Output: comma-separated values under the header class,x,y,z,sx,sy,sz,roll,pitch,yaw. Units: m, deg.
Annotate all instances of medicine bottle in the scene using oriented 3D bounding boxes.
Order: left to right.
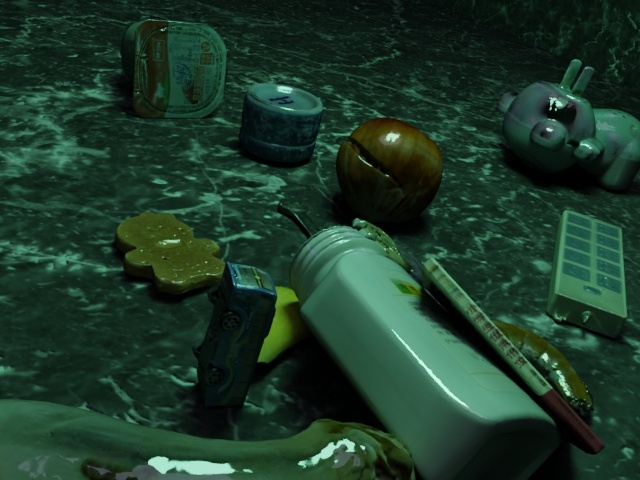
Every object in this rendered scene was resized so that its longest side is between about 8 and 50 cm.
class,x,y,z,sx,sy,sz,roll,pitch,yaw
medicine bottle,0.085,0.113,0.725,0.179,0.124,0.324,24,19,-44

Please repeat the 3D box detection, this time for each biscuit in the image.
class,x,y,z,sx,sy,sz,roll,pitch,yaw
biscuit,-0.203,0.016,0.910,0.184,0.027,0.133,29,33,30

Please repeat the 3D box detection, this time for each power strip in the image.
class,x,y,z,sx,sy,sz,roll,pitch,yaw
power strip,0.427,0.044,1.106,0.106,0.043,0.367,19,29,12

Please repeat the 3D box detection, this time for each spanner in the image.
class,x,y,z,sx,sy,sz,roll,pitch,yaw
spanner,0.000,0.000,1.035,0.054,0.015,0.254,-4,33,-27

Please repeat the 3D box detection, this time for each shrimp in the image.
class,x,y,z,sx,sy,sz,roll,pitch,yaw
shrimp,0.236,0.160,0.825,0.161,0.049,0.166,-12,45,-40

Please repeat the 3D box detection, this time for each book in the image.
class,x,y,z,sx,sy,sz,roll,pitch,yaw
book,0.189,0.117,0.721,0.232,0.022,0.162,50,-1,14

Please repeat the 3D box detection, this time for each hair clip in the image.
class,x,y,z,sx,sy,sz,roll,pitch,yaw
hair clip,0.096,0.025,0.930,0.146,0.056,0.187,39,-1,-17

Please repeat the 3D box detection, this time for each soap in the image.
class,x,y,z,sx,sy,sz,roll,pitch,yaw
soap,-0.063,0.098,0.811,0.089,0.033,0.168,28,30,23

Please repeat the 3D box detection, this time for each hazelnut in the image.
class,x,y,z,sx,sy,sz,roll,pitch,yaw
hazelnut,0.104,-0.114,1.144,0.182,0.182,0.182,10,29,-6

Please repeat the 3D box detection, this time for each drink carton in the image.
class,x,y,z,sx,sy,sz,roll,pitch,yaw
drink carton,-0.307,-0.354,1.402,0.191,0.186,0.189,-7,23,-29

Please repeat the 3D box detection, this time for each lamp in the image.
class,x,y,z,sx,sy,sz,roll,pitch,yaw
lamp,0.551,-0.248,1.488,0.301,0.248,0.247,13,30,-16

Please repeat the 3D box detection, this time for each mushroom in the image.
class,x,y,z,sx,sy,sz,roll,pitch,yaw
mushroom,-0.119,0.193,0.531,0.396,0.126,0.177,7,20,-4

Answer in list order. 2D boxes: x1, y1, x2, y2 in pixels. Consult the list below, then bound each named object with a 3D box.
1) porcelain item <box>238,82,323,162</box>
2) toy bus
class,x,y,z,sx,sy,sz,roll,pitch,yaw
porcelain item,-0.075,-0.216,1.288,0.147,0.114,0.147,11,29,-7
toy bus,-0.086,0.095,0.685,0.061,0.153,0.051,6,29,-26
